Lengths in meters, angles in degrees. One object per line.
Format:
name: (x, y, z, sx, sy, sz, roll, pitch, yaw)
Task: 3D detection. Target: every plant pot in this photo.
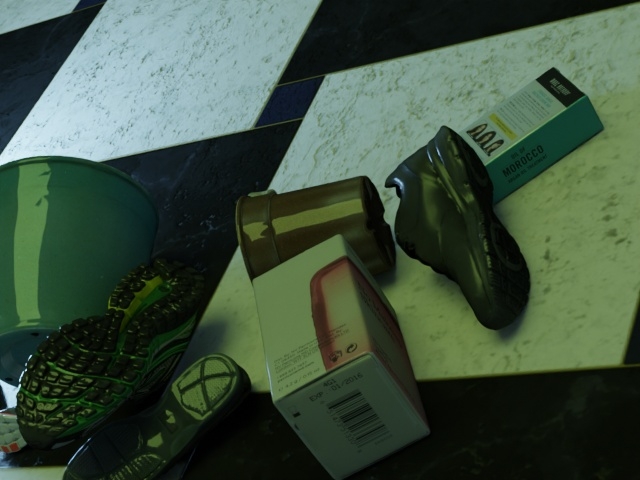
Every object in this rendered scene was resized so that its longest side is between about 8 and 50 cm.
plant pot: (-0.368, 0.065, 2.002, 0.271, 0.271, 0.255, -19, 52, 25)
plant pot: (0.000, 0.000, 1.830, 0.165, 0.167, 0.167, -16, 37, 13)

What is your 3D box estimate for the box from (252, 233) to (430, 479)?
box: (0.021, 0.130, 1.641, 0.127, 0.148, 0.232, -29, 34, 11)

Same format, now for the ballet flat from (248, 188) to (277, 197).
ballet flat: (-0.076, -0.023, 2.014, 0.052, 0.057, 0.168, -19, 35, 7)

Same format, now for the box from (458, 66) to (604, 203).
box: (0.231, -0.115, 1.839, 0.244, 0.060, 0.100, -35, 33, 2)

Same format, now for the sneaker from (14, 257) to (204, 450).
sneaker: (-0.253, 0.167, 1.815, 0.134, 0.146, 0.343, 21, 36, 22)

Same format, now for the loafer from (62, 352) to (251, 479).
loafer: (-0.194, 0.246, 1.777, 0.267, 0.084, 0.096, -38, 64, 4)

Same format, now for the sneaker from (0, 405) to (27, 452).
sneaker: (-0.401, 0.249, 1.981, 0.158, 0.061, 0.065, -13, 12, 30)

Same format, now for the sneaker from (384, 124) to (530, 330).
sneaker: (0.158, 0.000, 1.705, 0.130, 0.109, 0.286, -32, 45, 19)
